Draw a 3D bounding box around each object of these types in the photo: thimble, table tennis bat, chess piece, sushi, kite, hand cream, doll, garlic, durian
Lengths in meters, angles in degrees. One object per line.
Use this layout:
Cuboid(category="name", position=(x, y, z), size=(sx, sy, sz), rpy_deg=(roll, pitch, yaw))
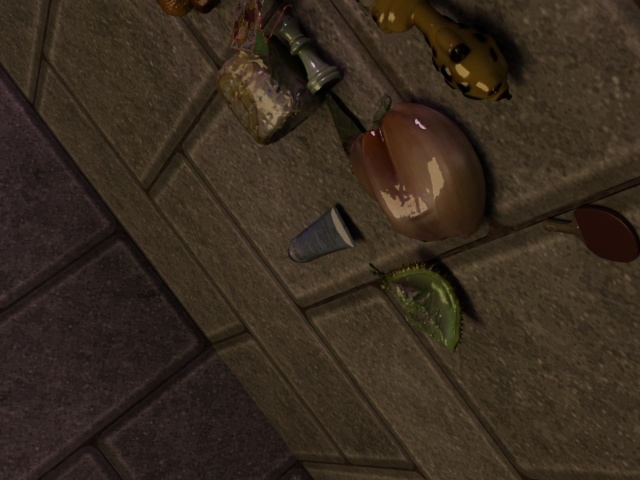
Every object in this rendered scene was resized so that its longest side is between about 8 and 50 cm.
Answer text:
Cuboid(category="thimble", position=(-0.086, -0.251, 1.628), size=(0.143, 0.137, 0.190), rpy_deg=(55, 171, -1))
Cuboid(category="table tennis bat", position=(0.357, -0.012, 1.295), size=(0.156, 0.013, 0.087), rpy_deg=(12, 138, 56))
Cuboid(category="chess piece", position=(-0.030, -0.304, 1.560), size=(0.149, 0.059, 0.059), rpy_deg=(55, 159, 4))
Cuboid(category="sushi", position=(-0.204, -0.433, 1.720), size=(0.047, 0.050, 0.099), rpy_deg=(58, 148, 3))
Cuboid(category="kite", position=(-0.087, -0.369, 1.486), size=(0.244, 0.006, 0.198), rpy_deg=(-47, 50, 45))
Cuboid(category="hand cream", position=(0.000, 0.000, 1.976), size=(0.091, 0.058, 0.271), rpy_deg=(64, 155, 2))
Cuboid(category="kite", position=(0.086, -0.163, 1.602), size=(0.229, 0.012, 0.250), rpy_deg=(45, 157, 10))
Cuboid(category="doll", position=(0.130, -0.277, 1.239), size=(0.291, 0.086, 0.117), rpy_deg=(46, -173, 19))
Cuboid(category="garlic", position=(0.145, -0.088, 1.451), size=(0.228, 0.110, 0.217), rpy_deg=(52, 144, 3))
Cuboid(category="durian", position=(0.178, 0.094, 1.692), size=(0.215, 0.100, 0.086), rpy_deg=(46, 155, -1))

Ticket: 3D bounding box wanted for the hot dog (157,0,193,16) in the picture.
Cuboid(category="hot dog", position=(-0.302, -0.529, 1.753), size=(0.087, 0.061, 0.286), rpy_deg=(14, 139, 41))
